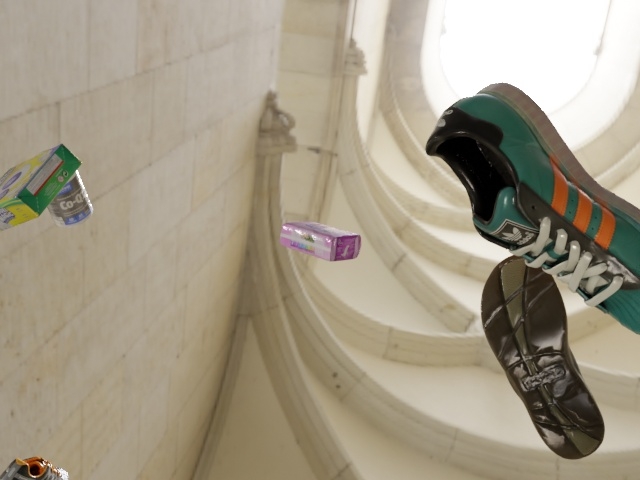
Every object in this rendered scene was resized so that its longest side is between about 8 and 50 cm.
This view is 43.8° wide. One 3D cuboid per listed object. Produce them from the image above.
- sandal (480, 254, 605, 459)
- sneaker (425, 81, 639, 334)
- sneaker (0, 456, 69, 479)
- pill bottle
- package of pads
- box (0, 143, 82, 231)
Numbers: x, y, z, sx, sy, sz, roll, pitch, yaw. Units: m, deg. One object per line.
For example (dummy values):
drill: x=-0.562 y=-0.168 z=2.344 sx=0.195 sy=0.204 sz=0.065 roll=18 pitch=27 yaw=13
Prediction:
sandal: x=0.236 y=0.121 z=0.845 sx=0.090 sy=0.219 sz=0.060 roll=-26 pitch=177 yaw=14
sneaker: x=0.218 y=-0.013 z=0.768 sx=0.121 sy=0.108 sz=0.302 roll=-34 pitch=-103 yaw=-31
sneaker: x=-0.548 y=0.463 z=1.550 sx=0.084 sy=0.083 sz=0.215 roll=27 pitch=176 yaw=14
pill bottle: x=-0.482 y=-0.098 z=1.484 sx=0.078 sy=0.137 sz=0.078 roll=-7 pitch=-140 yaw=6
package of pads: x=0.000 y=0.000 z=0.895 sx=0.083 sy=0.032 sz=0.050 roll=16 pitch=-164 yaw=42
box: x=-0.406 y=-0.065 z=1.074 sx=0.179 sy=0.043 sz=0.105 roll=-15 pitch=-142 yaw=44
